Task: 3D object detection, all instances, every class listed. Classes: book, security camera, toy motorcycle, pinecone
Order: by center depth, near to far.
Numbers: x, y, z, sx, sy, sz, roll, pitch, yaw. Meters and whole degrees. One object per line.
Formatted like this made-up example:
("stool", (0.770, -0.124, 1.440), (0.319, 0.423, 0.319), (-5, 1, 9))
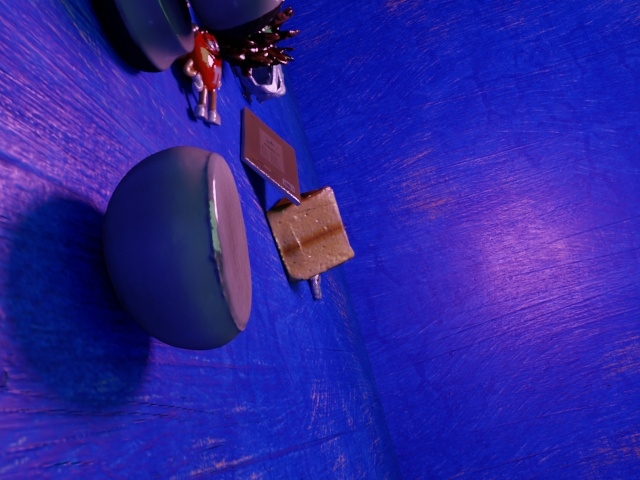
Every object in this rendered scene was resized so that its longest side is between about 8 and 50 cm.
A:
("security camera", (-0.192, -0.392, 0.915), (0.197, 0.277, 0.191), (-98, 168, -57))
("pinecone", (-0.192, -0.607, 1.628), (0.298, 0.242, 0.296), (-33, 106, -67))
("book", (-0.145, -0.249, 1.702), (0.217, 0.021, 0.310), (38, 25, -30))
("toy motorcycle", (-0.213, -0.573, 1.894), (0.260, 0.154, 0.206), (62, 34, -26))

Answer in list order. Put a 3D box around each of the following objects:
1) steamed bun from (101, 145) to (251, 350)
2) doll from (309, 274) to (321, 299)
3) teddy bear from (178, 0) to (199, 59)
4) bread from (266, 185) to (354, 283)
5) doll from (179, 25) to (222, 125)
("steamed bun", (-0.166, 0.012, 0.669), (0.232, 0.145, 0.232), (-8, 90, -90))
("doll", (-0.008, 0.114, 2.049), (0.120, 0.075, 0.180), (62, 13, -78))
("teddy bear", (-0.278, -0.427, 1.115), (0.119, 0.078, 0.160), (-25, 106, -57))
("bread", (-0.087, -0.020, 1.848), (0.361, 0.245, 0.233), (2, -66, 65))
("doll", (-0.247, -0.359, 1.244), (0.183, 0.085, 0.217), (-40, 121, -82))
